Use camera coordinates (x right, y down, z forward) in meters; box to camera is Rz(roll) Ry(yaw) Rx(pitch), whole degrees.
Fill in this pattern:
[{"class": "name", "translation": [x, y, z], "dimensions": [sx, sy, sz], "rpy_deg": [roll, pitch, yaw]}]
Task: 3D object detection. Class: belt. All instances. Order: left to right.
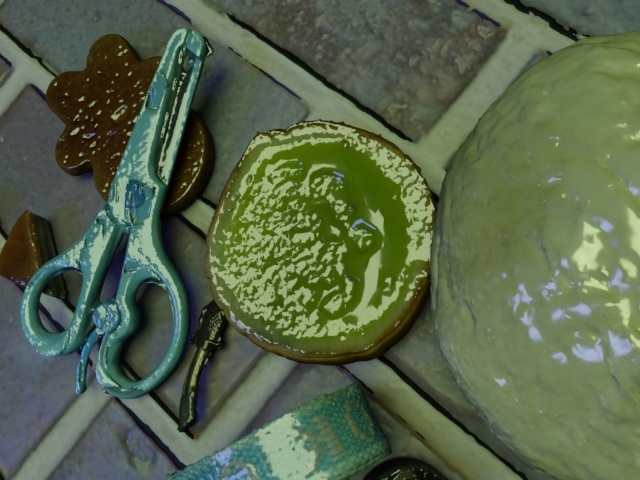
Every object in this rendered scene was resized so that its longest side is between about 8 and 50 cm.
[{"class": "belt", "translation": [-0.025, 0.185, 0.520], "dimensions": [0.163, 0.148, 0.082], "rpy_deg": [-38, 69, 35]}]

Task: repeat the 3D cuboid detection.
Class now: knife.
[{"class": "knife", "translation": [-0.106, 0.080, 0.632], "dimensions": [0.046, 0.021, 0.222], "rpy_deg": [3, 73, 16]}]

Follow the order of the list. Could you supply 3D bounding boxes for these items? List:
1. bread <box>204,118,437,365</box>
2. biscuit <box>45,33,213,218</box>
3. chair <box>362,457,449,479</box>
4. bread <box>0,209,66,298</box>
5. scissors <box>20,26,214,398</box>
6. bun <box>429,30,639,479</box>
[{"class": "bread", "translation": [0.000, 0.000, 0.589], "dimensions": [0.236, 0.070, 0.236], "rpy_deg": [-3, 76, 11]}, {"class": "biscuit", "translation": [-0.213, -0.124, 0.708], "dimensions": [0.180, 0.039, 0.236], "rpy_deg": [-38, 70, 1]}, {"class": "chair", "translation": [0.087, 0.227, 0.456], "dimensions": [0.095, 0.221, 0.104], "rpy_deg": [24, 81, -3]}, {"class": "bread", "translation": [-0.325, 0.026, 0.698], "dimensions": [0.062, 0.043, 0.109], "rpy_deg": [-27, 72, 6]}, {"class": "scissors", "translation": [-0.185, -0.031, 0.643], "dimensions": [0.180, 0.032, 0.392], "rpy_deg": [17, 88, 6]}, {"class": "bun", "translation": [0.247, 0.014, 0.428], "dimensions": [0.349, 0.227, 0.352], "rpy_deg": [-18, 76, 5]}]
